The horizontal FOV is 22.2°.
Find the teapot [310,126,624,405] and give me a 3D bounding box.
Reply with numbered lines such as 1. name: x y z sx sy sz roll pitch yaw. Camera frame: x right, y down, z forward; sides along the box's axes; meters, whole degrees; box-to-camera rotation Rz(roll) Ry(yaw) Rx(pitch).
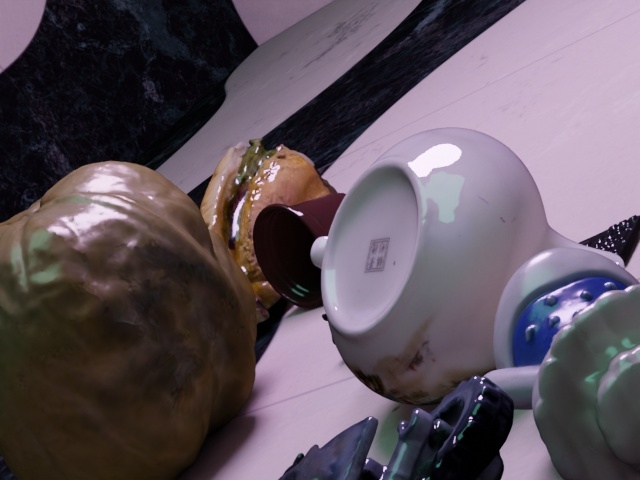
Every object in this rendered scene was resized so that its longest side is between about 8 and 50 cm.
1. teapot: 0.086 0.020 1.199 0.298 0.139 0.204 8 85 62

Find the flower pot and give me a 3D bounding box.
1. flower pot: 0.000 0.000 1.643 0.089 0.111 0.111 -29 5 -38

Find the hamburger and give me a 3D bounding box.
1. hamburger: -0.081 0.004 1.742 0.135 0.155 0.208 -30 20 47

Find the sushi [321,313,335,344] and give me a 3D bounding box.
1. sushi: 0.046 0.048 1.414 0.084 0.056 0.083 -27 16 36

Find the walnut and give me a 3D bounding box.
1. walnut: -0.190 0.079 1.449 0.253 0.277 0.282 -28 25 3

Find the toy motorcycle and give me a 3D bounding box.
1. toy motorcycle: 0.012 0.186 0.893 0.270 0.106 0.159 -47 16 36

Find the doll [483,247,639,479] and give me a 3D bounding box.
1. doll: 0.161 0.069 0.915 0.138 0.119 0.293 -21 7 -2

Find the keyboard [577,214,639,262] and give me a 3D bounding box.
1. keyboard: 0.158 0.034 1.261 0.204 0.013 0.061 -27 16 39
